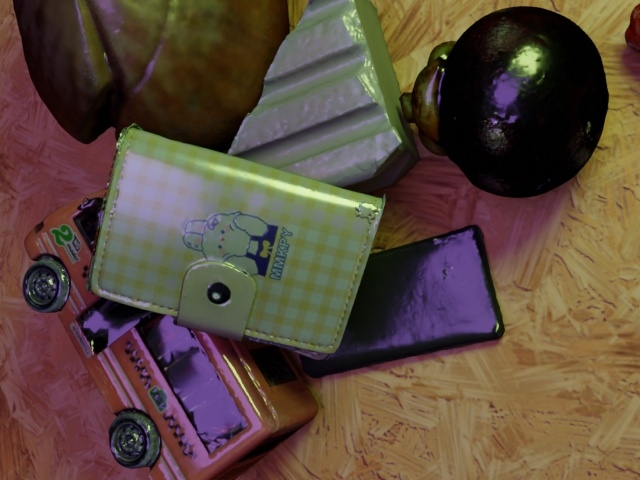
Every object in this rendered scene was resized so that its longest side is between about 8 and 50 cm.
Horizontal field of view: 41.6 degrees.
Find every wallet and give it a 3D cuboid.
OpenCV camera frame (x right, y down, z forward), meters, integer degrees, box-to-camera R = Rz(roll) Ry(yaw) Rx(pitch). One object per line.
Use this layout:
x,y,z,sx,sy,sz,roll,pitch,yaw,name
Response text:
-0.103,0.007,0.984,0.310,0.077,0.223,17,99,0,wallet
0.087,0.085,1.093,0.286,0.030,0.146,-16,85,23,wallet

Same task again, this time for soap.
-0.041,-0.167,1.086,0.302,0.159,0.257,-18,85,22,soap

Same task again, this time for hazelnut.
-0.231,-0.297,1.095,0.359,0.359,0.409,-24,72,23,hazelnut

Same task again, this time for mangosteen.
0.196,-0.158,0.958,0.250,0.211,0.211,12,94,36,mangosteen

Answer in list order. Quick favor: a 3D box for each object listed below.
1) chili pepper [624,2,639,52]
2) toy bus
0.396,-0.216,0.936,0.123,0.070,0.073,48,124,16,chili pepper
-0.203,0.119,1.137,0.233,0.203,0.426,-37,75,15,toy bus
